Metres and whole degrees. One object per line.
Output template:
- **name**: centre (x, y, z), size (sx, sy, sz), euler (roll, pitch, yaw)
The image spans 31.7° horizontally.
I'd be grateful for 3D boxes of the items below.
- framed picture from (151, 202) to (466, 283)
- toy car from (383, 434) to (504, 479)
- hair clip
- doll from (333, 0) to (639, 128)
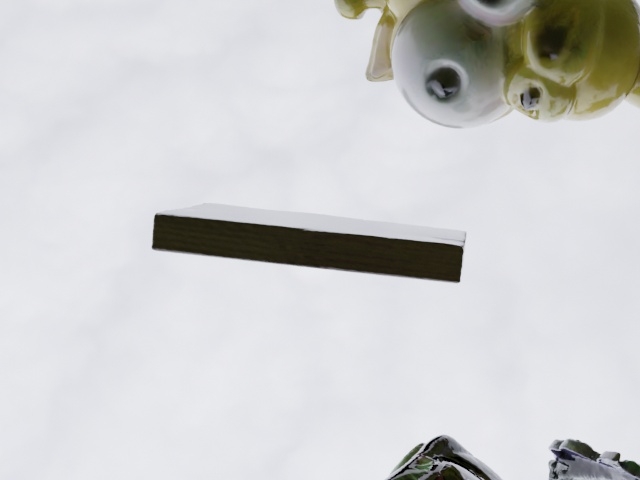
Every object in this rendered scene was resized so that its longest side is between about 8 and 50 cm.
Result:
- **framed picture**: centre (0.000, 0.000, 0.661), size (0.168, 0.023, 0.128), euler (6, -175, 8)
- **toy car**: centre (0.044, 0.116, 0.437), size (0.069, 0.055, 0.142), euler (44, -152, 16)
- **hair clip**: centre (0.310, 0.262, 1.245), size (0.124, 0.195, 0.052), euler (28, -106, -19)
- **doll**: centre (0.140, -0.065, 0.465), size (0.291, 0.117, 0.086), euler (26, -149, 6)
